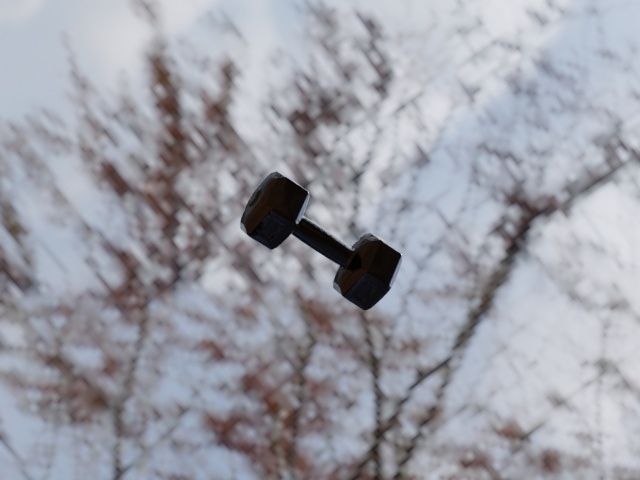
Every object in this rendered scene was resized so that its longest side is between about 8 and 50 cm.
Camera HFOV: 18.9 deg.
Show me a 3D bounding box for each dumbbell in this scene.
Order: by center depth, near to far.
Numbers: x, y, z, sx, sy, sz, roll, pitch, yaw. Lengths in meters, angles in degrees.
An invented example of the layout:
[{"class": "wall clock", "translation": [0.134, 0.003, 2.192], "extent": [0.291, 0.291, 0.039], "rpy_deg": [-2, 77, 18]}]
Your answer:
[{"class": "dumbbell", "translation": [0.000, 0.000, 0.966], "extent": [0.036, 0.083, 0.040], "rpy_deg": [-29, -148, 56]}]
